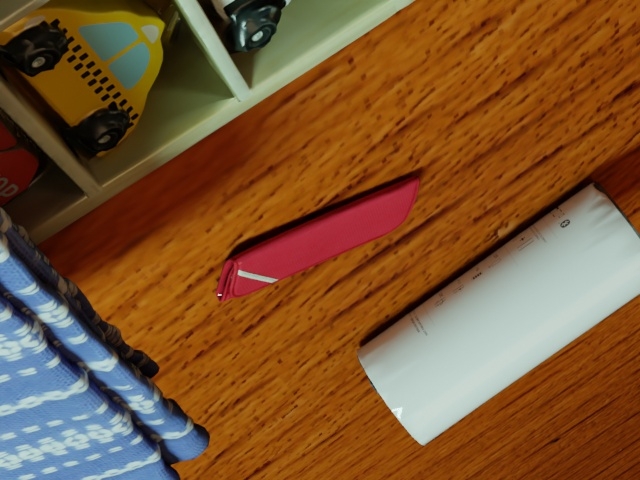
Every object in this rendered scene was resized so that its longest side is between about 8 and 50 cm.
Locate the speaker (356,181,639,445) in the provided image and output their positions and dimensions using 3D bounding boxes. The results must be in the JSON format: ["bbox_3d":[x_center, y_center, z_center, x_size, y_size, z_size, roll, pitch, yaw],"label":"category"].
[{"bbox_3d":[0.084,0.033,0.714,0.136,0.055,0.055,-36,158,5],"label":"speaker"}]

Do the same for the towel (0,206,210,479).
[{"bbox_3d":[-0.172,0.033,0.333,0.243,0.040,0.336,-18,157,2],"label":"towel"}]

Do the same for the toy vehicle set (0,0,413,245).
[{"bbox_3d":[-0.078,-0.074,0.291,0.166,0.035,0.267,-33,158,0],"label":"toy vehicle set"}]

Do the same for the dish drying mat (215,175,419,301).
[{"bbox_3d":[0.000,0.000,0.588,0.083,0.008,0.032,-23,155,-25],"label":"dish drying mat"}]
